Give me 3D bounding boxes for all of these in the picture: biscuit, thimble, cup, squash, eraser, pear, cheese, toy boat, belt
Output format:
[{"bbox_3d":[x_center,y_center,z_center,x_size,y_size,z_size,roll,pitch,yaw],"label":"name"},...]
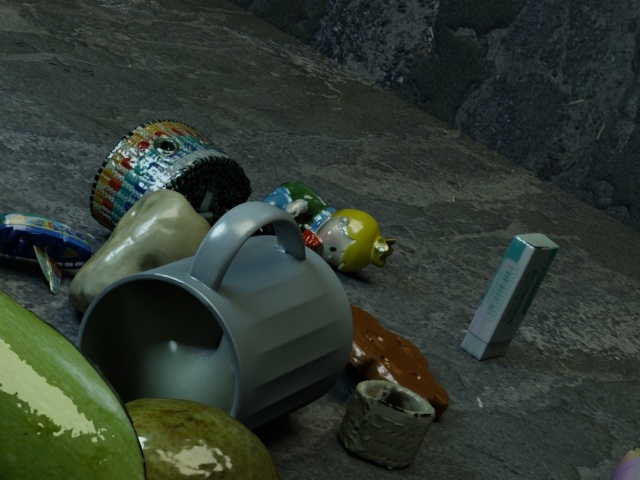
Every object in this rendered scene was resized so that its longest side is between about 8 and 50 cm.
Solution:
[{"bbox_3d":[0.067,0.158,2.069,0.306,0.043,0.284,40,12,-2],"label":"biscuit"},{"bbox_3d":[0.091,0.247,1.883,0.115,0.090,0.102,9,23,-38],"label":"thimble"},{"bbox_3d":[-0.105,0.091,1.725,0.236,0.323,0.327,30,21,20],"label":"cup"},{"bbox_3d":[-0.303,0.197,1.335,0.309,0.234,0.210,34,-3,-1],"label":"squash"},{"bbox_3d":[0.323,0.094,2.356,0.052,0.225,0.095,34,22,29],"label":"eraser"},{"bbox_3d":[-0.146,0.263,1.406,0.211,0.188,0.228,16,15,22],"label":"pear"},{"bbox_3d":[-0.252,0.037,1.895,0.117,0.235,0.218,42,41,-9],"label":"cheese"},{"bbox_3d":[-0.389,0.029,1.972,0.175,0.091,0.110,13,54,-36],"label":"toy boat"},{"bbox_3d":[-0.243,-0.086,2.228,0.160,0.207,0.295,33,19,21],"label":"belt"}]

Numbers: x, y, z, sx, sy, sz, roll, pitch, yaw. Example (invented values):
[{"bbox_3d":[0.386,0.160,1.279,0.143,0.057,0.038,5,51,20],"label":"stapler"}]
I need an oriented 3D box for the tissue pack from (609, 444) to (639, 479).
[{"bbox_3d":[0.495,0.394,1.904,0.215,0.123,0.256,25,11,12],"label":"tissue pack"}]

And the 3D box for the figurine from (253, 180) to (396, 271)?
[{"bbox_3d":[0.004,-0.010,2.453,0.234,0.127,0.185,40,28,16],"label":"figurine"}]
